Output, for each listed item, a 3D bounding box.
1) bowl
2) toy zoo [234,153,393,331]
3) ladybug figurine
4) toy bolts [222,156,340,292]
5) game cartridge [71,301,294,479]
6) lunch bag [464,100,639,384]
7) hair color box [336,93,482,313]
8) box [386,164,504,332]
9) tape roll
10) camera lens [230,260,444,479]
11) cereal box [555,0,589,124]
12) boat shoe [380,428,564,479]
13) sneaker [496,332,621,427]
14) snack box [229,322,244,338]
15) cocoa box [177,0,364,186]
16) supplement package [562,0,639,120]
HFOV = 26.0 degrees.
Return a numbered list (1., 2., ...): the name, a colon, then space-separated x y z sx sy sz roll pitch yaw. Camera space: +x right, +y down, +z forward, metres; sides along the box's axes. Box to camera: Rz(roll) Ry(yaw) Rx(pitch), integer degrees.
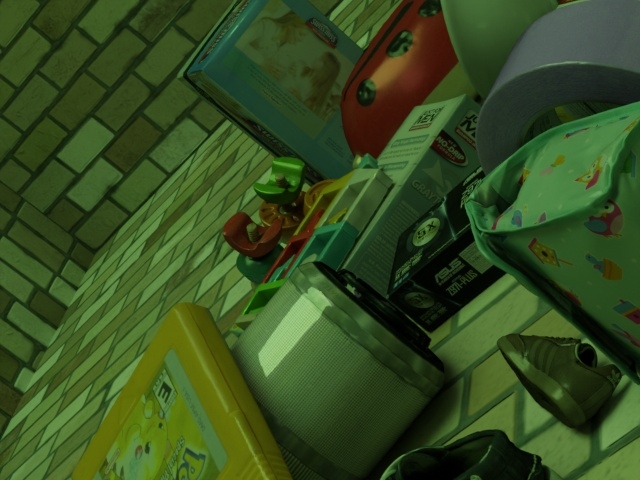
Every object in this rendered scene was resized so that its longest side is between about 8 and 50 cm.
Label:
1. bowl: 0.288 -0.337 1.937 0.134 0.298 0.298 -10 37 31
2. toy zoo: 0.000 0.000 1.933 0.293 0.030 0.192 -57 16 -19
3. ladybug figurine: 0.175 -0.300 2.306 0.449 0.162 0.305 -55 16 -16
4. toy bolts: -0.045 -0.003 2.400 0.218 0.158 0.228 16 48 30
5. game cartridge: -0.156 0.271 1.498 0.285 0.053 0.323 -58 37 21
6. lunch bag: 0.264 0.009 1.218 0.160 0.223 0.262 -57 16 -22
7. hair color box: 0.105 -0.021 1.956 0.374 0.113 0.185 -55 16 -12
8. box: 0.177 0.005 1.756 0.180 0.077 0.147 -42 17 31
9. tape roll: 0.287 -0.091 1.288 0.275 0.275 0.090 -29 27 54
10. camera lens: -0.008 0.179 1.612 0.274 0.219 0.219 -51 15 2
11. cereal box: 0.344 -0.243 1.761 0.173 0.047 0.240 0 50 49
12. boat shoe: 0.112 0.241 1.357 0.302 0.091 0.114 -30 20 51
13. sneaker: 0.237 0.127 1.365 0.071 0.066 0.188 -34 21 -2
14. snack box: -0.038 0.095 2.170 0.174 0.070 0.207 -52 14 -17
15. cocoa box: -0.046 -0.284 2.548 0.231 0.347 0.228 -53 16 -7
16. supplement package: 0.401 -0.192 1.340 0.263 0.198 0.199 -25 29 58
